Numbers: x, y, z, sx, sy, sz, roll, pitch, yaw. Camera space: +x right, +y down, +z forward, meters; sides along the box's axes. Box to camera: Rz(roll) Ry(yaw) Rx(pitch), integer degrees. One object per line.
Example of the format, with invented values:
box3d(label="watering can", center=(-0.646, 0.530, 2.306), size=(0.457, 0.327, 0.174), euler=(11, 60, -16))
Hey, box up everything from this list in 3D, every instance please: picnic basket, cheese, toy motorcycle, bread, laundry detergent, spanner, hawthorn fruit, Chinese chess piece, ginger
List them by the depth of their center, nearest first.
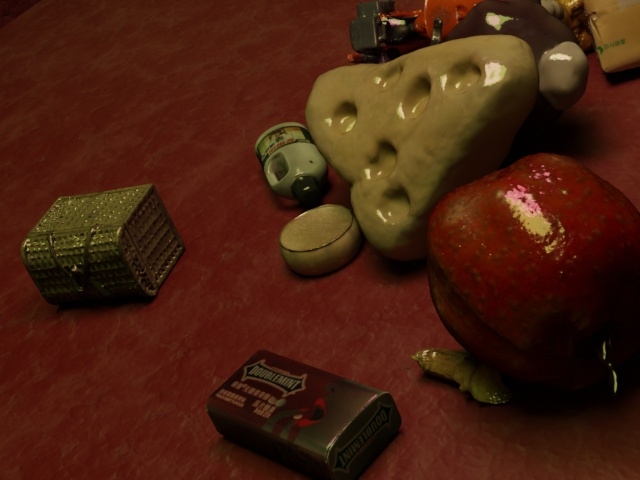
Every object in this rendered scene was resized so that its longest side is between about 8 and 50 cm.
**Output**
box3d(label="hawthorn fruit", center=(0.248, 0.056, 1.249), size=(0.254, 0.254, 0.300), euler=(-20, 44, 6))
box3d(label="ginger", center=(0.169, 0.150, 1.350), size=(0.137, 0.044, 0.057), euler=(20, 69, 51))
box3d(label="cheese", center=(0.142, -0.192, 1.608), size=(0.328, 0.129, 0.351), euler=(-48, 46, 27))
box3d(label="Chinese chess piece", center=(0.000, 0.000, 1.682), size=(0.122, 0.051, 0.122), euler=(-15, 31, 9))
box3d(label="spanner", center=(0.163, -0.232, 1.751), size=(0.015, 0.255, 0.054), euler=(7, 54, 2))
box3d(label="picnic basket", center=(-0.343, 0.015, 1.805), size=(0.196, 0.134, 0.154), euler=(-5, 32, 27))
box3d(label="laundry detergent", center=(-0.041, -0.116, 1.868), size=(0.099, 0.070, 0.226), euler=(-17, 32, -5))
box3d(label="bread", center=(0.422, -0.401, 1.959), size=(0.083, 0.114, 0.211), euler=(-18, 33, 3))
box3d(label="toy motorcycle", center=(0.189, -0.377, 2.037), size=(0.325, 0.148, 0.221), euler=(-3, 4, 35))

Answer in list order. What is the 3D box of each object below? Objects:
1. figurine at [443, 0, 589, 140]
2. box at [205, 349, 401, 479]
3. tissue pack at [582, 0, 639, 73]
box3d(label="figurine", center=(0.310, -0.268, 1.778), size=(0.218, 0.206, 0.365), euler=(-46, -6, 26))
box3d(label="box", center=(-0.024, 0.205, 1.367), size=(0.120, 0.069, 0.224), euler=(-42, 34, -27))
box3d(label="tissue pack", center=(0.519, -0.370, 1.780), size=(0.222, 0.186, 0.090), euler=(-14, 1, 17))
